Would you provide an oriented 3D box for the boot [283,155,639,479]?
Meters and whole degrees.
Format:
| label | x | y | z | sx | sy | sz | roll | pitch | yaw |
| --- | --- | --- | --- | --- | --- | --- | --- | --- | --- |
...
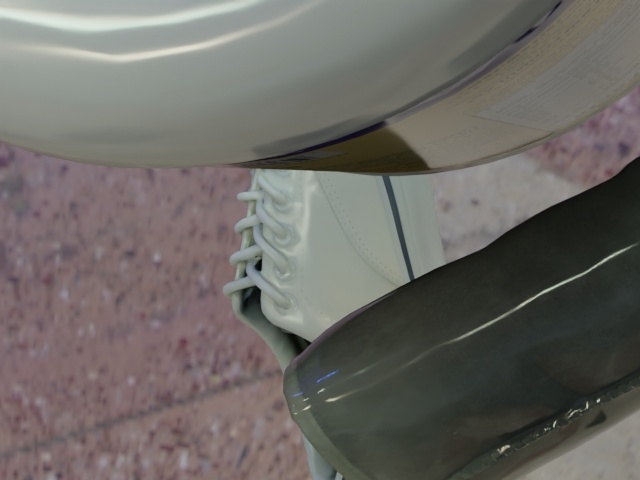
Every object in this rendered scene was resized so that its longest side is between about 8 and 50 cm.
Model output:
| label | x | y | z | sx | sy | sz | roll | pitch | yaw |
| --- | --- | --- | --- | --- | --- | --- | --- | --- | --- |
| boot | 0.082 | -0.006 | 0.488 | 0.208 | 0.189 | 0.076 | -20 | 57 | 16 |

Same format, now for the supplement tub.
| label | x | y | z | sx | sy | sz | roll | pitch | yaw |
| --- | --- | --- | --- | --- | --- | --- | --- | --- | --- |
| supplement tub | 0.002 | -0.138 | 0.522 | 0.241 | 0.331 | 0.241 | 1 | 92 | 15 |

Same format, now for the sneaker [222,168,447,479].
| label | x | y | z | sx | sy | sz | roll | pitch | yaw |
| --- | --- | --- | --- | --- | --- | --- | --- | --- | --- |
| sneaker | 0.000 | 0.000 | 0.891 | 0.091 | 0.094 | 0.258 | -27 | 103 | -28 |
